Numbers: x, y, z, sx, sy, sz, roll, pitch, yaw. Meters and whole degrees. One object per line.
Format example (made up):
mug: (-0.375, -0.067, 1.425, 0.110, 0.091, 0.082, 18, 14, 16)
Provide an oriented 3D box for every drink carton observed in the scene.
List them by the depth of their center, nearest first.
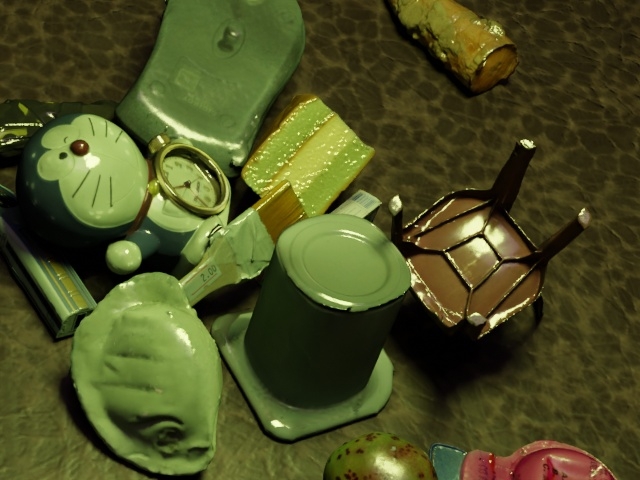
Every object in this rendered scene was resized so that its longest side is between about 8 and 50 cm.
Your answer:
drink carton: (0.004, 0.078, 1.583, 0.191, 0.190, 0.185, -12, 48, -28)

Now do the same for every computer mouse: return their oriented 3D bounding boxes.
computer mouse: (-0.141, -0.210, 1.841, 0.188, 0.122, 0.371, 26, 49, -6)

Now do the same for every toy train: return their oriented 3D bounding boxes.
toy train: (-0.336, 0.004, 1.629, 0.055, 0.048, 0.252, -19, 56, -34)

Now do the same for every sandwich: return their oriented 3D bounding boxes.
sandwich: (-0.029, -0.100, 1.797, 0.117, 0.187, 0.144, 45, 86, -10)

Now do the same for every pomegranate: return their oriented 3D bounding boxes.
pomegranate: (0.066, 0.255, 1.483, 0.130, 0.130, 0.130, 10, 46, -10)

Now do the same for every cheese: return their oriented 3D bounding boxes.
cheese: (0.234, 0.278, 1.557, 0.244, 0.062, 0.155, 13, 46, -6)

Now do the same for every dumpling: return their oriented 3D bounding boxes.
dumpling: (-0.172, 0.144, 1.512, 0.108, 0.152, 0.219, 13, 64, -62)

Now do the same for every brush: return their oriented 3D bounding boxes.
brush: (-0.143, 0.056, 1.584, 0.336, 0.085, 0.020, -40, 38, -20)

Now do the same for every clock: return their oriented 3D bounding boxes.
clock: (-0.228, -0.047, 1.619, 0.243, 0.146, 0.200, 24, 49, -24)

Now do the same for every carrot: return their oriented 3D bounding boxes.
carrot: (0.173, -0.318, 2.083, 0.102, 0.102, 0.263, -22, 53, -34)

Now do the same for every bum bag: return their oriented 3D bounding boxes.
bum bag: (-0.334, -0.136, 1.751, 0.232, 0.060, 0.107, 0, 40, -21)

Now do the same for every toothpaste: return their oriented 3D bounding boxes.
toothpaste: (0.000, 0.000, 1.746, 0.040, 0.047, 0.196, 40, 49, 14)

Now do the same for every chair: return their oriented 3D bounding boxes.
chair: (0.181, 0.022, 1.654, 0.183, 0.326, 0.176, -33, 76, -11)

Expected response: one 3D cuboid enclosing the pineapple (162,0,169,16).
pineapple: (-0.131, -0.343, 1.995, 0.197, 0.108, 0.108, -26, 60, -22)
